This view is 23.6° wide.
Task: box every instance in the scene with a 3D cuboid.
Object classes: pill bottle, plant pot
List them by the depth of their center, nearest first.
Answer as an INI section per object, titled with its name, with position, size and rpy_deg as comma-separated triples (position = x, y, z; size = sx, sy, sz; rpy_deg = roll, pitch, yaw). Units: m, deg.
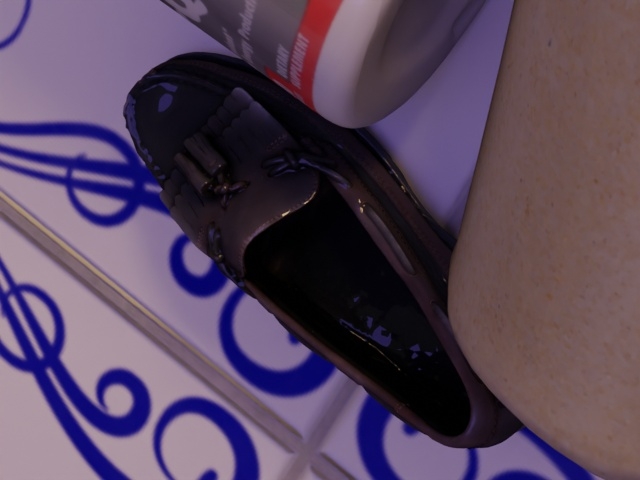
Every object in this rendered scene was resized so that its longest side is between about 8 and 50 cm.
[plant pot]
position = 0.204, -0.061, 0.636
size = 0.333, 0.334, 0.306
rpy_deg = 29, 122, 18
[pill bottle]
position = -0.050, -0.198, 0.793
size = 0.283, 0.161, 0.161
rpy_deg = 36, 113, 15

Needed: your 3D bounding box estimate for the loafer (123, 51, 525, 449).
[loafer]
position = 0.000, 0.000, 0.845
size = 0.302, 0.095, 0.109
rpy_deg = 41, 114, 13
